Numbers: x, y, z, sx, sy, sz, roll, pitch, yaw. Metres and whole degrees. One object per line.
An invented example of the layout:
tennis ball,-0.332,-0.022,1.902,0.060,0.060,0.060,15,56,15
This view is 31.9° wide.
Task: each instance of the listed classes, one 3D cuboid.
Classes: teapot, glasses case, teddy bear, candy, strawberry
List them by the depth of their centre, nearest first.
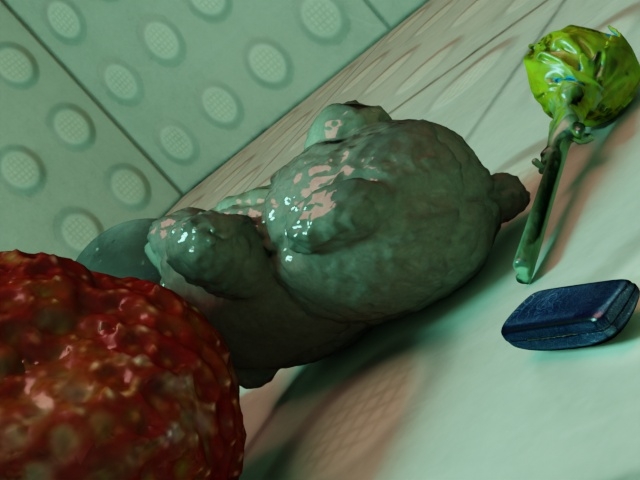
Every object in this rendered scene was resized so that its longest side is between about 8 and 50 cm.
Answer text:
glasses case,0.121,0.038,0.535,0.033,0.023,0.083,-41,10,-24
strawberry,-0.210,0.133,0.644,0.312,0.267,0.351,-26,-2,23
candy,0.159,-0.064,0.738,0.077,0.073,0.262,-10,34,31
teddy bear,0.000,0.001,0.775,0.236,0.151,0.267,-9,-20,-39
teapot,-0.152,0.076,1.105,0.203,0.171,0.225,-13,15,-7
